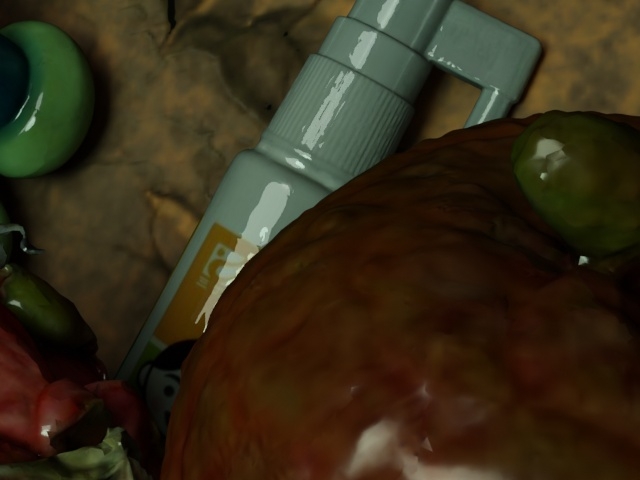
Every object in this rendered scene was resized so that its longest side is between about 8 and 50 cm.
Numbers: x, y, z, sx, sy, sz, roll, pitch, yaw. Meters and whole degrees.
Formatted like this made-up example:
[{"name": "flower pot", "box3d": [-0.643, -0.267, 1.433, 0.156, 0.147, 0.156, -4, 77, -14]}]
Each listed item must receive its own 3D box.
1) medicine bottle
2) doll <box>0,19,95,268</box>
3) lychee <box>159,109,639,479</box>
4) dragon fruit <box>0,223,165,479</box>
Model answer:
[{"name": "medicine bottle", "box3d": [0.000, 0.000, 0.638, 0.092, 0.061, 0.220, 28, 91, 8]}, {"name": "doll", "box3d": [-0.261, -0.110, 0.742, 0.322, 0.186, 0.198, 29, 91, 30]}, {"name": "lychee", "box3d": [0.078, 0.070, 0.459, 0.255, 0.255, 0.300, 52, 138, 30]}, {"name": "dragon fruit", "box3d": [-0.172, 0.126, 0.548, 0.269, 0.250, 0.291, -37, 13, -28]}]
